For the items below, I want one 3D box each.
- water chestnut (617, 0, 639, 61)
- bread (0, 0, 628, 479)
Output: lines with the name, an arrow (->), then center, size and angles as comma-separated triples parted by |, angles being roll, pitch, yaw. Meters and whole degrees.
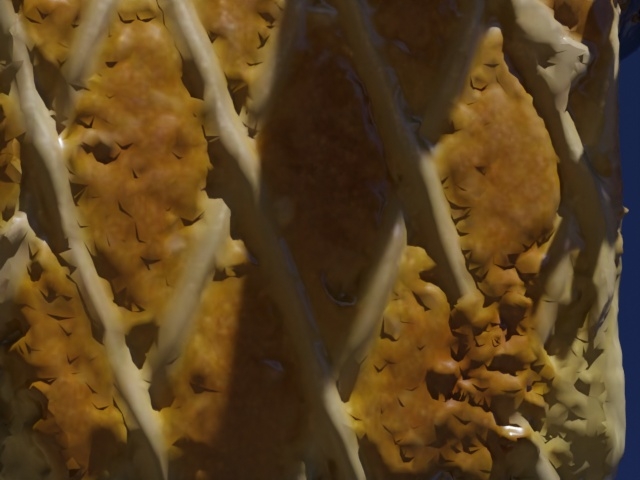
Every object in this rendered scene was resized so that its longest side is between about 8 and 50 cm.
water chestnut -> 0.224, -0.308, 1.464 | 0.300, 0.300, 0.300 | 8, -53, 11
bread -> -0.032, -0.037, 0.834 | 0.371, 0.389, 0.279 | 0, -10, -12
